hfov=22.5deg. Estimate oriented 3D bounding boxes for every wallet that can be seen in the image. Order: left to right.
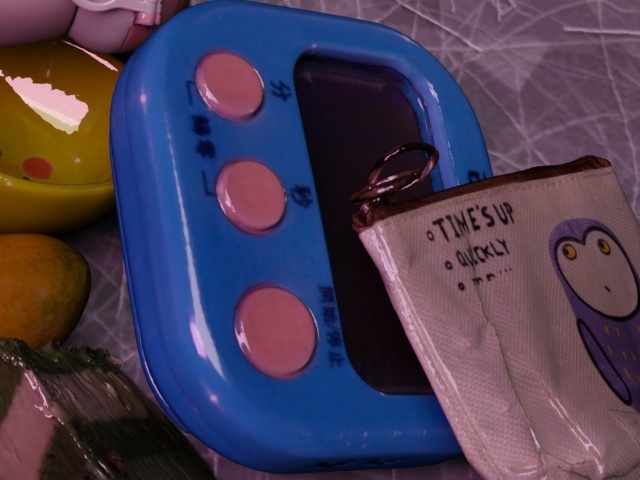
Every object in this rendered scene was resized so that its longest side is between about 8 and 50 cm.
[{"bbox_3d":[0.168,0.057,1.148,0.335,0.068,0.275,-11,78,-49],"label":"wallet"}]

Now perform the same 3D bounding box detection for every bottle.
[{"bbox_3d":[-0.202,-0.202,1.154,0.236,0.147,0.147,8,70,-20],"label":"bottle"}]

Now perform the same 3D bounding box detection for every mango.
[{"bbox_3d":[-0.264,0.072,1.125,0.221,0.151,0.120,-35,79,19],"label":"mango"}]

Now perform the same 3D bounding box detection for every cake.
[{"bbox_3d":[-0.143,0.132,1.077,0.158,0.283,0.172,43,57,10],"label":"cake"}]

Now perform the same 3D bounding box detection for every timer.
[{"bbox_3d":[0.000,0.000,1.153,0.309,0.115,0.340,3,67,-37],"label":"timer"}]

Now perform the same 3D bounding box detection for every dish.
[{"bbox_3d":[-0.253,-0.082,1.201,0.262,0.108,0.221,33,32,9],"label":"dish"}]
